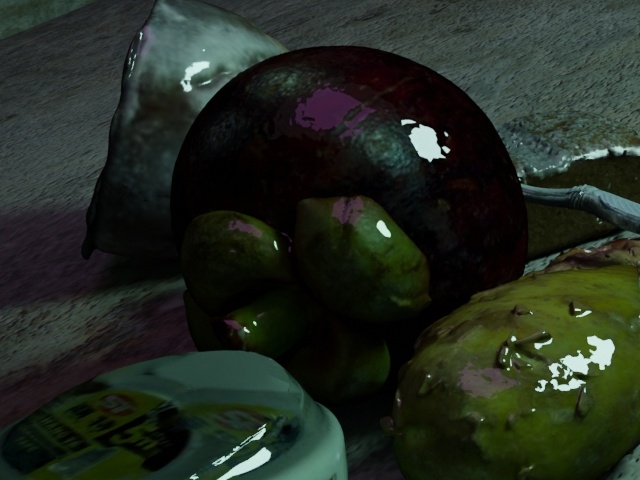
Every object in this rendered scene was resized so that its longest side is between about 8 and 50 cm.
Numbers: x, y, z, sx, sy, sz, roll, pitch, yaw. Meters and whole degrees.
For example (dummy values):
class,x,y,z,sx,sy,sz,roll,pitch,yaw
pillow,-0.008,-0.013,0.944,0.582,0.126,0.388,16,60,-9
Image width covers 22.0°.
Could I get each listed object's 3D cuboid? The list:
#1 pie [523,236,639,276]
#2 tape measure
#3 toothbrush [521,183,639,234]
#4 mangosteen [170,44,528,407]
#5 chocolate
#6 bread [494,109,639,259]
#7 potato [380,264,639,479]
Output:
class,x,y,z,sx,sy,sz,roll,pitch,yaw
pie,0.235,0.030,1.462,0.092,0.034,0.170,13,32,43
tape measure,-0.107,0.182,1.092,0.262,0.138,0.259,-24,24,-30
toothbrush,0.272,-0.018,1.423,0.413,0.042,0.035,21,45,27
mangosteen,0.006,-0.010,1.315,0.300,0.300,0.300,-11,19,4
chocolate,-0.111,-0.101,1.749,0.213,0.303,0.303,15,21,-1
bread,0.110,-0.029,1.589,0.416,0.113,0.165,-17,22,-15
potato,0.160,0.093,1.170,0.176,0.141,0.298,12,29,30
